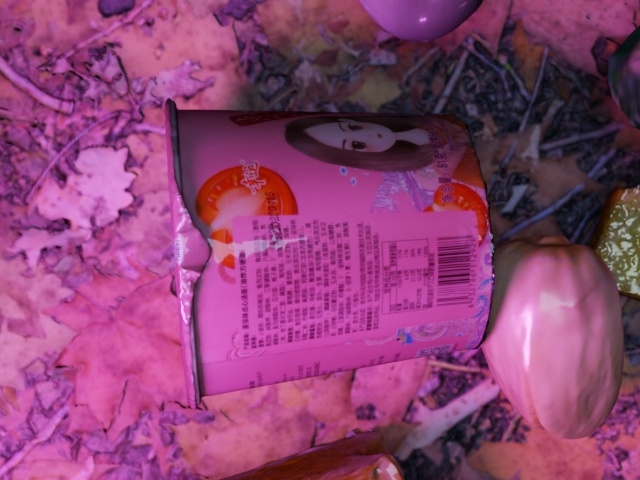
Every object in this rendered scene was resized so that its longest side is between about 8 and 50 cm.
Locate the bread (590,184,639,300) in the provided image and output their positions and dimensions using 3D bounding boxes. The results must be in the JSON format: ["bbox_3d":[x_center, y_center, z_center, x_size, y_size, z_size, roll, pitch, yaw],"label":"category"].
[{"bbox_3d":[0.320,0.013,0.905,0.188,0.065,0.103,9,90,1],"label":"bread"}]

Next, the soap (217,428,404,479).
[{"bbox_3d":[-0.031,0.367,0.865,0.305,0.169,0.338,-19,91,0],"label":"soap"}]

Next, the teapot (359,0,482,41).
[{"bbox_3d":[0.020,-0.267,0.849,0.251,0.183,0.183,14,92,11],"label":"teapot"}]

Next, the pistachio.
[{"bbox_3d":[0.184,0.082,0.852,0.117,0.200,0.145,13,49,28],"label":"pistachio"}]

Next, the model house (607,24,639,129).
[{"bbox_3d":[0.498,-0.113,0.781,0.382,0.335,0.342,-44,110,-22],"label":"model house"}]

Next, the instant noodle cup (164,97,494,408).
[{"bbox_3d":[0.000,0.000,0.824,0.231,0.243,0.242,-5,92,-6],"label":"instant noodle cup"}]
